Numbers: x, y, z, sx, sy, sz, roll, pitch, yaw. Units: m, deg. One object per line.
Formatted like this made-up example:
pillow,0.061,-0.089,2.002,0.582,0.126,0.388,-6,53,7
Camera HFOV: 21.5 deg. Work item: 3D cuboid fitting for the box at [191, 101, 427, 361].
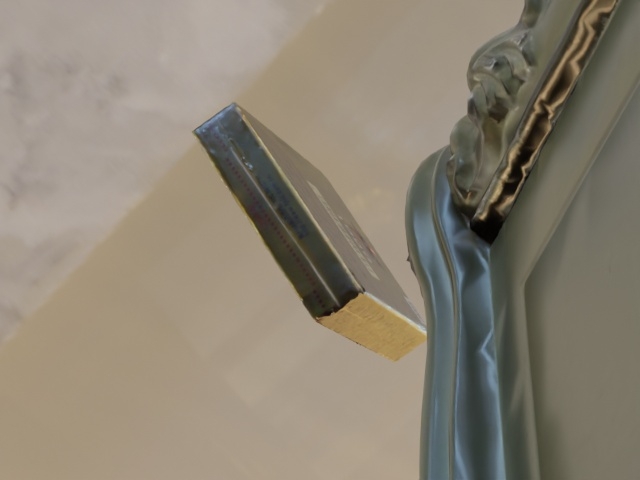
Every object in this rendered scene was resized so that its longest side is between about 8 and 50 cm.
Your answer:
box,0.000,0.000,0.666,0.023,0.090,0.133,-34,-16,7

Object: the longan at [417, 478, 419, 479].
longan,0.129,0.145,0.556,0.246,0.246,0.215,40,-128,-37

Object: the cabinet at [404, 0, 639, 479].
cabinet,0.193,0.002,0.301,0.290,0.227,0.318,6,-33,-9
